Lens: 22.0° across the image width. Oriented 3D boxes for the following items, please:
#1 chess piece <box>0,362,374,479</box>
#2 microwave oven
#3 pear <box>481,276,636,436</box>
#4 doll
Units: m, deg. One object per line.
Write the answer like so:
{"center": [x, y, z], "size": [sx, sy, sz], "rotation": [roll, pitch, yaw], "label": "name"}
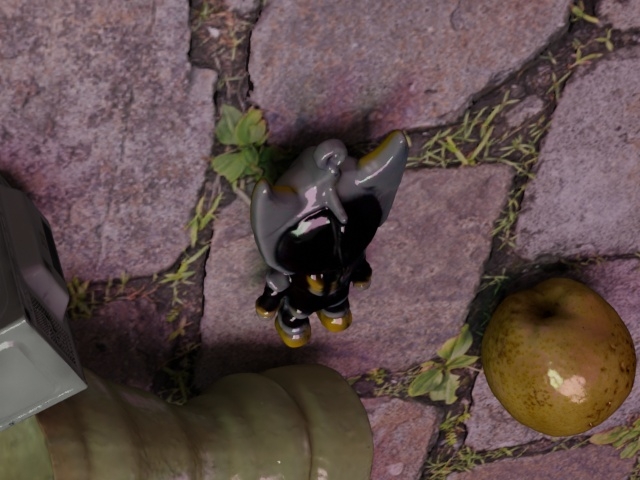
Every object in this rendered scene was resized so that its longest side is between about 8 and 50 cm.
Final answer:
{"center": [-0.153, 0.229, 1.639], "size": [0.442, 0.234, 0.234], "rotation": [0, 136, -46], "label": "chess piece"}
{"center": [-0.305, 0.057, 1.440], "size": [0.162, 0.208, 0.122], "rotation": [-27, 139, 5], "label": "microwave oven"}
{"center": [0.260, 0.124, 1.814], "size": [0.178, 0.178, 0.178], "rotation": [-12, 138, -12], "label": "pear"}
{"center": [0.004, -0.002, 1.597], "size": [0.145, 0.103, 0.316], "rotation": [0, 144, -3], "label": "doll"}
